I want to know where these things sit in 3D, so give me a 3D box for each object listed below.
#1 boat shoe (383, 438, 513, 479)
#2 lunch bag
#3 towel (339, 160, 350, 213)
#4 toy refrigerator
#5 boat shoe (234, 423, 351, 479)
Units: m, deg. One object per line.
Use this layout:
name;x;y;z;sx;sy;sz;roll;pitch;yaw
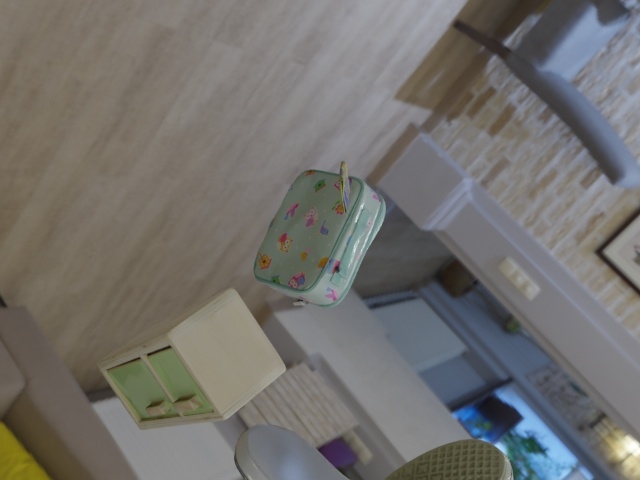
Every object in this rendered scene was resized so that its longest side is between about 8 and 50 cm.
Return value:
boat shoe;0.124;0.523;1.226;0.500;0.187;0.156;-49;124;-5
lunch bag;0.000;0.000;1.589;0.108;0.224;0.279;36;74;-45
towel;0.037;-0.083;1.203;0.083;0.009;0.060;-81;164;-65
toy refrigerator;-0.155;0.140;0.855;0.094;0.102;0.269;-36;-174;-33
boat shoe;-0.003;0.162;0.474;0.040;0.049;0.142;-37;118;25
